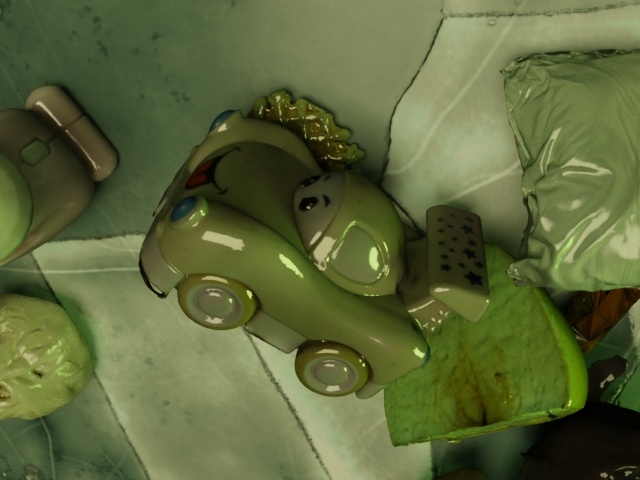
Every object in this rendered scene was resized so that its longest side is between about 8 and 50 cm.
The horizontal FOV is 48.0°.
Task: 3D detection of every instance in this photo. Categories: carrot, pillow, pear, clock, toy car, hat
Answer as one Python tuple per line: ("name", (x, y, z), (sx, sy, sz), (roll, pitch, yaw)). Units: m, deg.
("carrot", (0.354, 0.068, 0.893), (0.069, 0.069, 0.228), (29, 119, 1))
("pillow", (0.349, -0.082, 0.763), (0.310, 0.138, 0.283), (1, 87, 12))
("pear", (0.206, 0.124, 0.916), (0.288, 0.139, 0.239), (-32, 65, 46))
("clock", (-0.456, -0.032, 0.917), (0.342, 0.326, 0.184), (-35, 102, 25))
("toy car", (0.000, 0.000, 0.821), (0.336, 0.242, 0.226), (35, 124, -19))
("hat", (0.396, 0.291, 0.944), (0.238, 0.209, 0.336), (31, 158, 13))

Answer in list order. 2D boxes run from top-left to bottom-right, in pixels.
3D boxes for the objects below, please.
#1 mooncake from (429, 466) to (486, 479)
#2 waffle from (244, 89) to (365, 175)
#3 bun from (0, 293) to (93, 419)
("mooncake", (0.280, 0.533, 0.989), (0.394, 0.246, 0.393), (6, 132, 27))
("waffle", (-0.040, -0.095, 0.937), (0.169, 0.036, 0.183), (35, 118, -4))
("bun", (-0.471, 0.193, 1.101), (0.231, 0.133, 0.231), (-3, 119, -6))
